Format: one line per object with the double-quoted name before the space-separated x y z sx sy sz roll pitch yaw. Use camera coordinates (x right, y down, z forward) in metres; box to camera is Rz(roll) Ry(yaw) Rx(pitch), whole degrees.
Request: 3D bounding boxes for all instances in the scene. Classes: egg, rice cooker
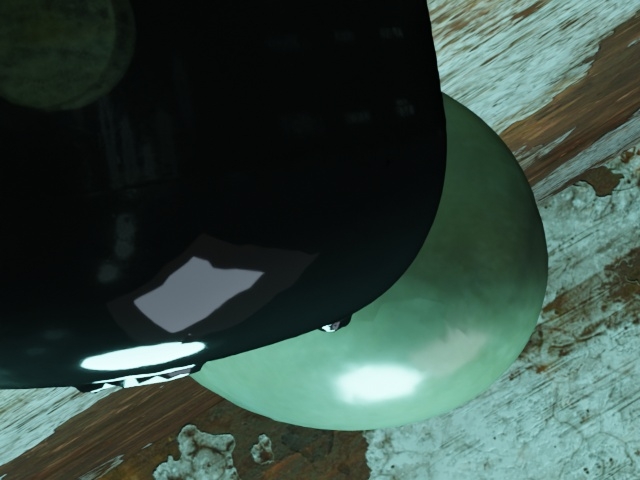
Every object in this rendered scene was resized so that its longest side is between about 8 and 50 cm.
"egg" 0.000 0.000 1.195 0.258 0.258 0.352 -25 -150 -34
"rice cooker" -0.088 -0.064 0.635 0.267 0.224 0.267 -9 -174 1
